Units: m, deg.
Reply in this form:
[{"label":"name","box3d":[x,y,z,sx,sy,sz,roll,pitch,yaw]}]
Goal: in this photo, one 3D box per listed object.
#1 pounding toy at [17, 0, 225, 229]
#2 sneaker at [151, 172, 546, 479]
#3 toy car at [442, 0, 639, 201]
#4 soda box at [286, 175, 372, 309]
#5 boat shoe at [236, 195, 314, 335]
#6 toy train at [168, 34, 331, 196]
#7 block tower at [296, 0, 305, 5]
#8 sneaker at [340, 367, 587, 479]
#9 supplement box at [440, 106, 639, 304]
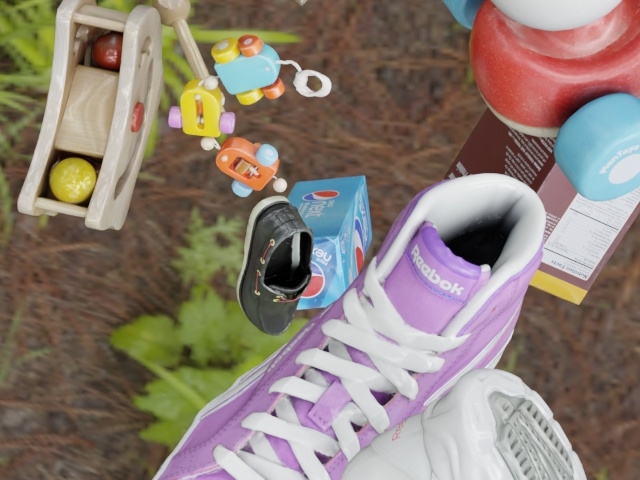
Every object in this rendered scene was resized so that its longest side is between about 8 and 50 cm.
[{"label":"pounding toy","box3d":[-0.167,-0.131,1.602,0.155,0.154,0.269,12,73,6]},{"label":"sneaker","box3d":[0.011,0.066,0.865,0.102,0.161,0.282,37,58,10]},{"label":"toy car","box3d":[0.184,-0.192,1.173,0.210,0.219,0.238,-30,148,1]},{"label":"soda box","box3d":[0.000,0.000,1.619,0.071,0.210,0.067,-5,107,9]},{"label":"boat shoe","box3d":[-0.032,0.028,1.304,0.049,0.042,0.133,-20,141,-24]},{"label":"toy train","box3d":[-0.060,-0.117,1.535,0.125,0.166,0.046,26,43,-11]},{"label":"block tower","box3d":[-0.030,-0.280,1.460,0.097,0.335,0.091,42,92,3]},{"label":"sneaker","box3d":[0.091,0.175,0.800,0.090,0.115,0.232,-28,91,-56]},{"label":"supplement box","box3d":[0.256,-0.070,1.968,0.129,0.191,0.194,22,109,-26]}]
